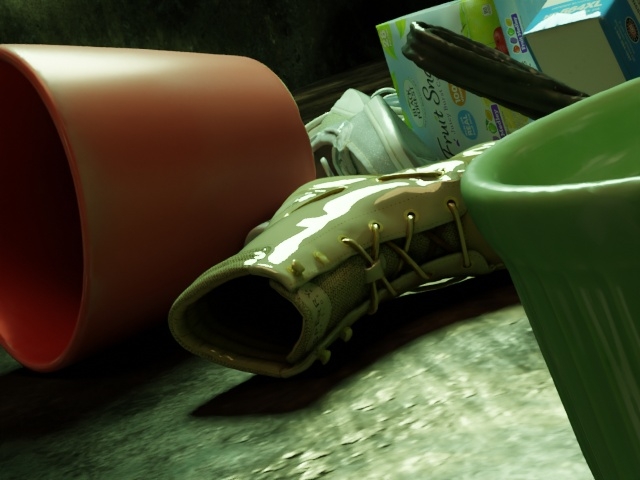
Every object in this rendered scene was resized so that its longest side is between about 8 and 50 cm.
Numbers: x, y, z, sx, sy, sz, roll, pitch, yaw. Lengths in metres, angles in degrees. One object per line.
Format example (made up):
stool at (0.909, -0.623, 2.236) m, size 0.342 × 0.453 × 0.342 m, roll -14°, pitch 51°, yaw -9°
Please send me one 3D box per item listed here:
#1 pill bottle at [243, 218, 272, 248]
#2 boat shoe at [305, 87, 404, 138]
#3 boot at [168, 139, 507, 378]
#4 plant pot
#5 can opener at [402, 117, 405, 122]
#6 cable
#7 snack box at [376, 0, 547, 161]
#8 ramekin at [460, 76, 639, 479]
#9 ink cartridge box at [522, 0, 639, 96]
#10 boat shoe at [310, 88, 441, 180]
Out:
pill bottle at (0.000, 0.000, 1.269) m, size 0.067 × 0.067 × 0.120 m, roll -9°, pitch 13°, yaw 46°
boat shoe at (0.093, -0.128, 1.759) m, size 0.254 × 0.095 × 0.079 m, roll -17°, pitch 11°, yaw -2°
boot at (0.047, 0.012, 1.032) m, size 0.262 × 0.095 × 0.203 m, roll -4°, pitch 19°, yaw 30°
plant pot at (-0.155, -0.046, 1.316) m, size 0.243 × 0.275 × 0.275 m, roll -14°, pitch 5°, yaw -34°
can opener at (0.137, -0.101, 1.672) m, size 0.283 × 0.076 × 0.095 m, roll -18°, pitch 41°, yaw -3°
cable at (0.194, -0.087, 1.013) m, size 0.287 × 0.072 × 0.139 m, roll 37°, pitch 29°, yaw 25°
snack box at (0.155, -0.151, 1.524) m, size 0.070 × 0.174 × 0.207 m, roll -21°, pitch 8°, yaw -27°
ramekin at (0.218, 0.001, 0.582) m, size 0.303 × 0.148 × 0.303 m, roll -18°, pitch 9°, yaw 3°
ink cartridge box at (0.277, -0.178, 1.368) m, size 0.086 × 0.148 × 0.203 m, roll -10°, pitch 31°, yaw 41°
boat shoe at (0.046, -0.071, 1.479) m, size 0.103 × 0.118 × 0.320 m, roll -45°, pitch 17°, yaw 1°
